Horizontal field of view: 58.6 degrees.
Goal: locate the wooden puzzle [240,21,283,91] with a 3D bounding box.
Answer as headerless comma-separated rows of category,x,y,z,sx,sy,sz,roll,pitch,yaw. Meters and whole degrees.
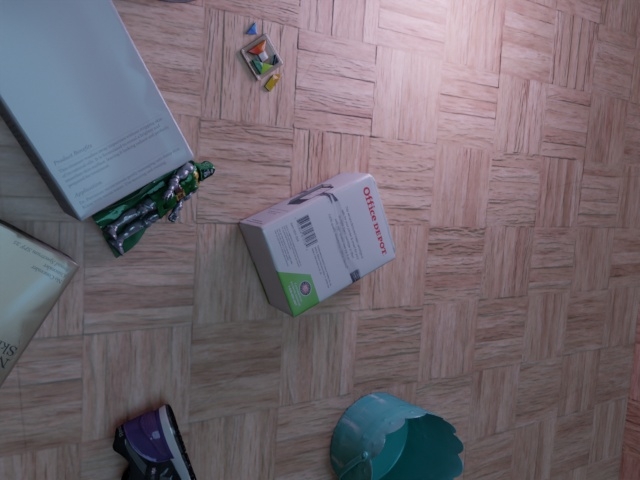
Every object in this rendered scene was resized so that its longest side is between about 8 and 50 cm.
wooden puzzle,-0.111,-0.358,1.115,0.078,0.014,0.116,-48,118,-18

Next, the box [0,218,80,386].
box,-0.522,0.129,0.863,0.148,0.121,0.311,35,78,-32

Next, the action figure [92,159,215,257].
action figure,-0.278,-0.072,1.005,0.232,0.063,0.137,-44,161,-25

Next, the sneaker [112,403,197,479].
sneaker,-0.304,0.453,1.076,0.124,0.107,0.283,-18,103,-14

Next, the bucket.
bucket,0.169,0.497,1.314,0.281,0.183,0.281,-5,99,-31

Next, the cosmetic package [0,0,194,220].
cosmetic package,-0.391,-0.247,0.874,0.217,0.156,0.385,-34,112,-24

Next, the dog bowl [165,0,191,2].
dog bowl,-0.245,-0.546,0.951,0.265,0.104,0.264,-5,100,-31

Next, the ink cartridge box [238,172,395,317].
ink cartridge box,0.000,0.000,1.176,0.273,0.115,0.198,-28,111,-26
